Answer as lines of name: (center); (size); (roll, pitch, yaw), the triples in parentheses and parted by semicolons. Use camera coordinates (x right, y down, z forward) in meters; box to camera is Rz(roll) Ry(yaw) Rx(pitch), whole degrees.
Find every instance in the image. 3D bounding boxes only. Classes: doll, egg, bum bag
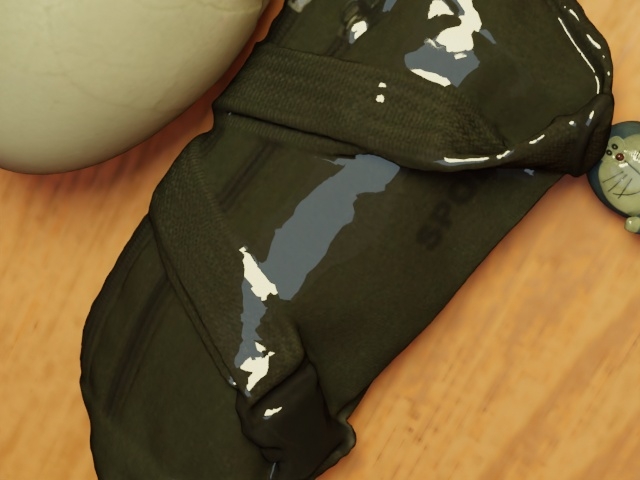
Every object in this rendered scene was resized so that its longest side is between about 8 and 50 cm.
doll: (0.154, 0.002, 0.530); (0.125, 0.027, 0.037); (45, 100, 5)
egg: (-0.089, -0.120, 0.515); (0.151, 0.151, 0.209); (30, 116, 9)
bum bag: (0.000, 0.000, 0.546); (0.142, 0.080, 0.326); (38, 107, 14)
